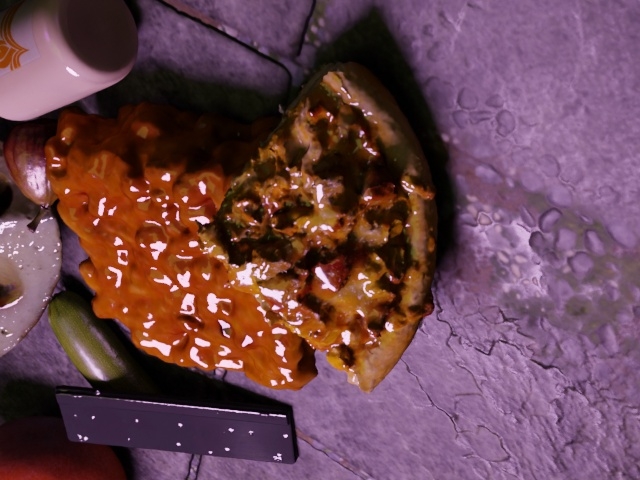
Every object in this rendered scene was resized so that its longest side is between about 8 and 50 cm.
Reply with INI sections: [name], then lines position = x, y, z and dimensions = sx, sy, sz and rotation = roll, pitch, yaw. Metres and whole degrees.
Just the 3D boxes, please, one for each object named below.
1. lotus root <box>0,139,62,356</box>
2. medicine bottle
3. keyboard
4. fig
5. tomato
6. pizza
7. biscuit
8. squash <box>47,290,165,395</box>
[lotus root]
position = -0.411, 0.003, 1.399
dimensions = 0.210, 0.142, 0.314
rotation = 66, 148, 26
[medicine bottle]
position = -0.305, -0.185, 1.177
dimensions = 0.252, 0.114, 0.114
rotation = -14, 114, 42
[keyboard]
position = -0.183, 0.229, 1.427
dimensions = 0.310, 0.018, 0.101
rotation = 3, 127, 13
[fig]
position = -0.309, -0.073, 1.269
dimensions = 0.089, 0.089, 0.125
rotation = 9, 103, 30
[tomato]
position = -0.393, 0.368, 1.587
dimensions = 0.256, 0.256, 0.224
rotation = 13, 113, 27
[pizza]
position = 0.000, 0.000, 1.051
dimensions = 0.226, 0.086, 0.335
rotation = -8, 114, -10
[biscuit]
position = -0.131, 0.008, 1.211
dimensions = 0.312, 0.110, 0.318
rotation = 11, 129, 26
[squash]
position = -0.268, 0.169, 1.466
dimensions = 0.066, 0.066, 0.252
rotation = -25, 107, 44
